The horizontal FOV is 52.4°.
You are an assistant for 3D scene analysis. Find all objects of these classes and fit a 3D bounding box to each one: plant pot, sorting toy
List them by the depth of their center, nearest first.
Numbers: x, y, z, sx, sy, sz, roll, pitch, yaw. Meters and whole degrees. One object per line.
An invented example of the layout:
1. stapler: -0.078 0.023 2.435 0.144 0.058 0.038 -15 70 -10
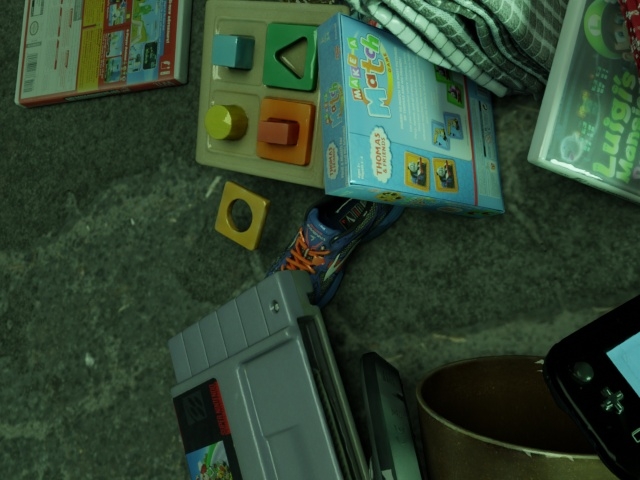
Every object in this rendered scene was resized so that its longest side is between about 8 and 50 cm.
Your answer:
1. plant pot: 0.187 0.239 0.544 0.215 0.215 0.230 3 99 23
2. sorting toy: -0.065 -0.154 0.678 0.196 0.047 0.347 15 106 32

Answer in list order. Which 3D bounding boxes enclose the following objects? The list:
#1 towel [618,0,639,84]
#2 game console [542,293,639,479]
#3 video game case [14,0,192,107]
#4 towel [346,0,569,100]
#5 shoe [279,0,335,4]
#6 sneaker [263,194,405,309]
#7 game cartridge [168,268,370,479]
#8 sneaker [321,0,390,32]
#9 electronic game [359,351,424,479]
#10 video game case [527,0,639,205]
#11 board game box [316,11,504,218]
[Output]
1. towel: 0.325 -0.171 0.541 0.199 0.031 0.275 11 61 -18
2. game console: 0.323 0.068 0.474 0.361 0.044 0.213 -22 58 -24
3. video game case: -0.310 -0.302 0.922 0.285 0.025 0.204 -2 80 22
4. towel: 0.152 -0.275 0.585 0.121 0.284 0.235 -3 77 45
5. shoe: -0.012 -0.293 0.774 0.076 0.058 0.219 -29 89 19
6. sneaker: 0.000 0.000 0.708 0.083 0.087 0.221 40 97 24
7. game cartridge: -0.051 0.235 0.660 0.230 0.068 0.355 -31 69 37
8. sneaker: 0.003 -0.214 0.699 0.125 0.104 0.262 41 109 0
9. electronic game: 0.068 0.211 0.568 0.048 0.229 0.229 -13 76 5
10. video game case: 0.285 -0.136 0.592 0.173 0.022 0.190 17 87 -19
11. board game box: 0.092 -0.112 0.629 0.039 0.211 0.160 -16 73 49
